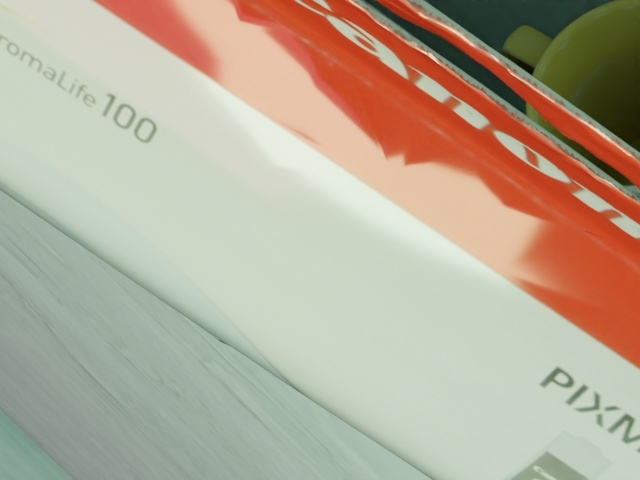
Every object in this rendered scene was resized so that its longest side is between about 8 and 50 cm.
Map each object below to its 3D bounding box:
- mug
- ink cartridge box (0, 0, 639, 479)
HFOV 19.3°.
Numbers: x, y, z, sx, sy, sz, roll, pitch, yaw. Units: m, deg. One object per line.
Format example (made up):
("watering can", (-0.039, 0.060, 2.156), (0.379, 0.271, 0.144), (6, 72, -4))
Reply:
("mug", (0.094, -0.032, 0.533), (0.064, 0.062, 0.078), (51, -162, -55))
("ink cartridge box", (0.000, 0.000, 0.561), (0.308, 0.091, 0.385), (35, 177, -2))
